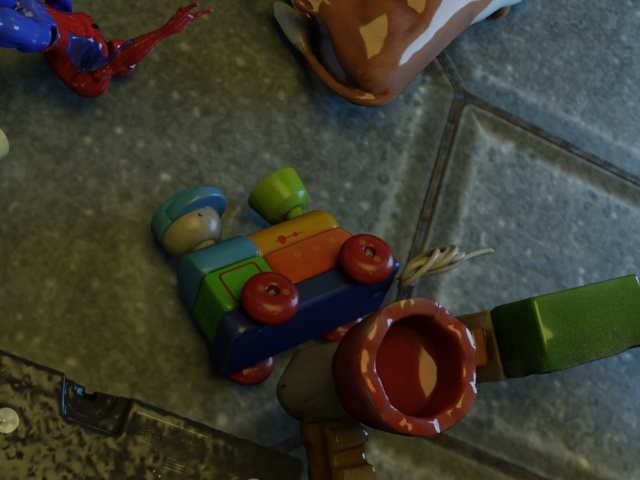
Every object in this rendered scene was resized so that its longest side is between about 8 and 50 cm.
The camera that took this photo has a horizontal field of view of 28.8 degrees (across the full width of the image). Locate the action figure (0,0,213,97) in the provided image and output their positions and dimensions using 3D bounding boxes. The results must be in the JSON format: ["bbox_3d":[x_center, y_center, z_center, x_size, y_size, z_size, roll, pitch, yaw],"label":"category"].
[{"bbox_3d":[-0.191,-0.180,0.891,0.091,0.139,0.280,58,16,20],"label":"action figure"}]

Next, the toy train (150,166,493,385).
[{"bbox_3d":[0.000,0.000,0.980,0.248,0.105,0.143,-22,63,-30],"label":"toy train"}]

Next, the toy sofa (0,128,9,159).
[{"bbox_3d":[-0.374,-0.162,0.844,0.150,0.177,0.362,-32,81,-32],"label":"toy sofa"}]

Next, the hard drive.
[{"bbox_3d":[-0.162,0.265,0.797,0.237,0.064,0.339,21,59,-13],"label":"hard drive"}]

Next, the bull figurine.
[{"bbox_3d":[0.086,-0.242,1.127,0.188,0.101,0.310,43,55,5],"label":"bull figurine"}]

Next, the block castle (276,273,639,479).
[{"bbox_3d":[0.220,0.165,0.879,0.453,0.213,0.303,-9,84,-30],"label":"block castle"}]
